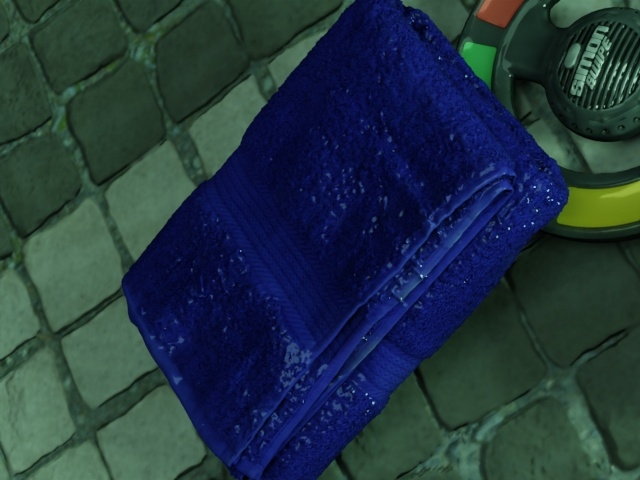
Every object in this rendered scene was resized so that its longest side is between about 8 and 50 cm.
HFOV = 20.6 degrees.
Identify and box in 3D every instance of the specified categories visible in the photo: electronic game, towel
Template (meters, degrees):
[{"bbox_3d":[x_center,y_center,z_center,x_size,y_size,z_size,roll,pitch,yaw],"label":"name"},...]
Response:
[{"bbox_3d":[0.191,-0.110,1.160,0.229,0.048,0.229,-8,73,28],"label":"electronic game"},{"bbox_3d":[0.000,0.000,1.198,0.308,0.076,0.227,-49,60,19],"label":"towel"}]
